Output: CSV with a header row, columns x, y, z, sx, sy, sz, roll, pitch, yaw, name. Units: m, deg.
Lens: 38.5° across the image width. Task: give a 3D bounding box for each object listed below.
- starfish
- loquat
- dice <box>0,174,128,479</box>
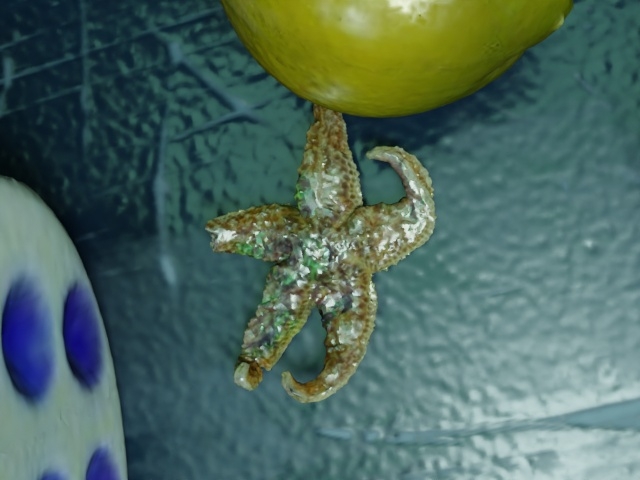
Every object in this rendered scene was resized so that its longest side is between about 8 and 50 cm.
x,y,z,sx,sy,sz,roll,pitch,yaw,name
-0.001,0.001,0.607,0.150,0.053,0.209,3,85,-5,starfish
0.020,-0.180,0.519,0.246,0.213,0.213,6,89,-1,loquat
-0.299,0.129,0.525,0.304,0.277,0.304,-8,85,9,dice
